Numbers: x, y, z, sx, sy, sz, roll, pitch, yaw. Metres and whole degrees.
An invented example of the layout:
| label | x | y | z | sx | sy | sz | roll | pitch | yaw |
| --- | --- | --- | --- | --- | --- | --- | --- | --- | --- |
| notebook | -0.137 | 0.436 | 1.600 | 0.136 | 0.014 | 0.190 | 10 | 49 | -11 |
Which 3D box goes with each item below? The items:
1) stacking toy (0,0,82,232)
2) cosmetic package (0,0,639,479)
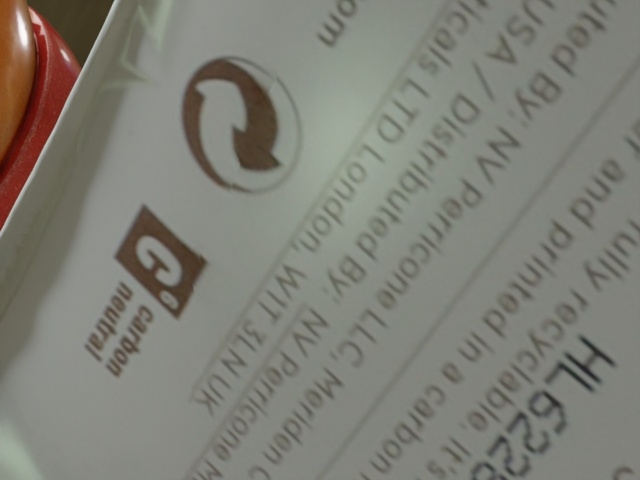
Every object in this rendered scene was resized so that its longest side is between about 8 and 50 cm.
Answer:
| label | x | y | z | sx | sy | sz | roll | pitch | yaw |
| --- | --- | --- | --- | --- | --- | --- | --- | --- | --- |
| stacking toy | -0.255 | -0.025 | 1.307 | 0.480 | 0.350 | 0.351 | 43 | -159 | -40 |
| cosmetic package | 0.148 | -0.017 | 0.578 | 0.327 | 0.329 | 0.393 | 41 | -145 | 11 |
